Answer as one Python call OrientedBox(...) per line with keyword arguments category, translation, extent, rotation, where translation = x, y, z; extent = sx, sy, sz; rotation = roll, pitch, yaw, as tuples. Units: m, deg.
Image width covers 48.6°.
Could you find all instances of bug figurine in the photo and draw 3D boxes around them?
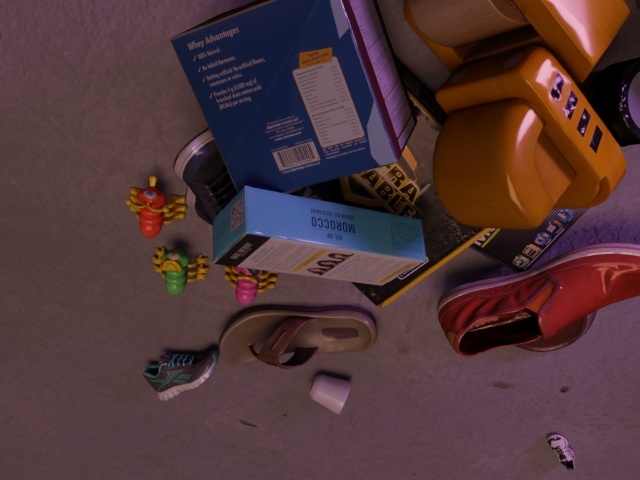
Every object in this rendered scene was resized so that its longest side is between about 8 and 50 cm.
OrientedBox(category="bug figurine", translation=(-0.166, 0.008, 1.098), extent=(0.279, 0.072, 0.216), rotation=(7, 127, 1))

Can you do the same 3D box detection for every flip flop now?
OrientedBox(category="flip flop", translation=(-0.042, 0.173, 1.198), extent=(0.277, 0.080, 0.112), rotation=(-4, 126, 10))

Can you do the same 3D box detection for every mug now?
OrientedBox(category="mug", translation=(0.012, 0.279, 1.284), extent=(0.064, 0.062, 0.078), rotation=(23, 120, 0))

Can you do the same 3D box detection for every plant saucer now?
OrientedBox(category="plant saucer", translation=(0.359, 0.123, 1.142), extent=(0.169, 0.029, 0.168), rotation=(3, 126, 4))

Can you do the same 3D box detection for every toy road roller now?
OrientedBox(category="toy road roller", translation=(0.207, -0.159, 0.784), extent=(0.329, 0.240, 0.202), rotation=(45, 164, -20))

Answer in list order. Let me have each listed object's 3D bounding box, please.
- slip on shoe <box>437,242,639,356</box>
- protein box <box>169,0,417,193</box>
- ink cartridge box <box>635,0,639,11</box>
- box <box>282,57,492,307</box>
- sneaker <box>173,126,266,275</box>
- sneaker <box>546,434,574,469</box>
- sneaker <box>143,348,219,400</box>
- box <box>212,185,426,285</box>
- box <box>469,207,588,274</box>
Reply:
OrientedBox(category="slip on shoe", translation=(0.334, 0.094, 1.032), extent=(0.332, 0.101, 0.123), rotation=(-18, 133, 17))
OrientedBox(category="protein box", translation=(-0.023, -0.179, 0.809), extent=(0.200, 0.136, 0.201), rotation=(-13, 113, 23))
OrientedBox(category="ink cartridge box", translation=(0.498, -0.256, 0.737), extent=(0.270, 0.197, 0.198), rotation=(-27, 119, 23))
OrientedBox(category="box", translation=(0.065, -0.093, 0.960), extent=(0.322, 0.079, 0.257), rotation=(44, 122, -11))
OrientedBox(category="sneaker", translation=(-0.103, -0.045, 0.907), extent=(0.163, 0.086, 0.226), rotation=(46, 166, 10))
OrientedBox(category="sneaker", translation=(0.453, 0.396, 1.326), extent=(0.032, 0.037, 0.083), rotation=(-31, 115, 28))
OrientedBox(category="sneaker", translation=(-0.257, 0.232, 1.284), extent=(0.167, 0.065, 0.076), rotation=(-31, 113, 25))
OrientedBox(category="box", translation=(0.000, 0.000, 0.864), extent=(0.244, 0.060, 0.100), rotation=(9, 154, -29))
OrientedBox(category="box", translation=(0.270, -0.061, 1.007), extent=(0.184, 0.045, 0.190), rotation=(27, 125, -14))
